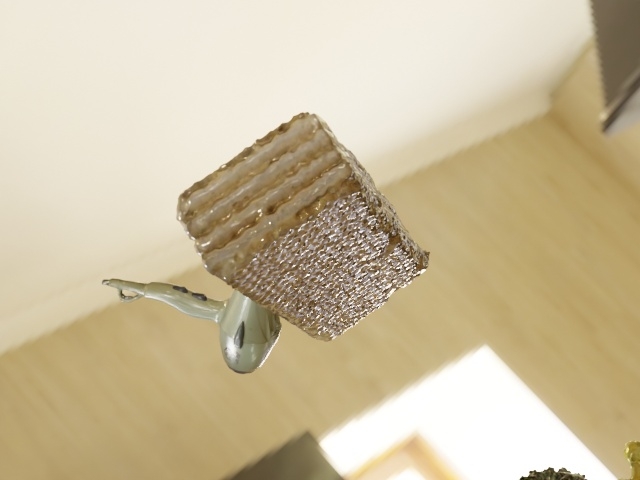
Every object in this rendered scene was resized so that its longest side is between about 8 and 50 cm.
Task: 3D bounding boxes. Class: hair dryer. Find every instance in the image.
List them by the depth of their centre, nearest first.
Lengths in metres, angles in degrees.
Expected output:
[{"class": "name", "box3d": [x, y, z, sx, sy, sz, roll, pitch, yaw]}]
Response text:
[{"class": "hair dryer", "box3d": [-0.123, 0.040, 1.775, 0.167, 0.199, 0.067, -61, -3, 36]}]

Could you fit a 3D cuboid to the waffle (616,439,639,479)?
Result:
[{"class": "waffle", "box3d": [0.481, 0.334, 2.051, 0.261, 0.250, 0.056, 3, 5, -14]}]

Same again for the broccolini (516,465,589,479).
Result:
[{"class": "broccolini", "box3d": [0.159, 0.368, 1.360, 0.074, 0.079, 0.392, -4, -67, -46]}]

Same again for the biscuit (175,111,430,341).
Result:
[{"class": "biscuit", "box3d": [0.000, 0.000, 1.396, 0.144, 0.078, 0.426, -34, -14, 3]}]
